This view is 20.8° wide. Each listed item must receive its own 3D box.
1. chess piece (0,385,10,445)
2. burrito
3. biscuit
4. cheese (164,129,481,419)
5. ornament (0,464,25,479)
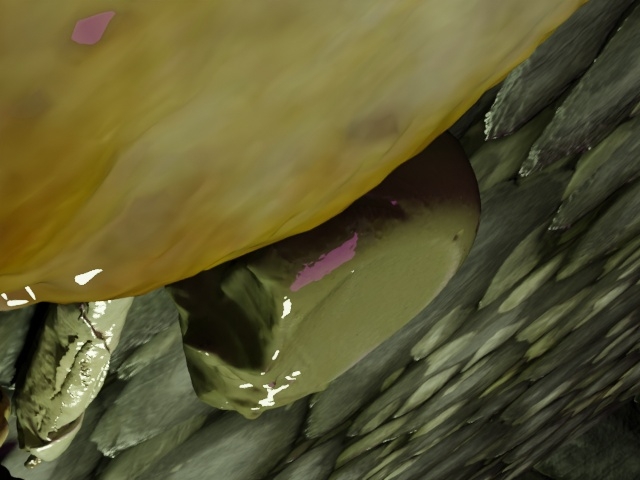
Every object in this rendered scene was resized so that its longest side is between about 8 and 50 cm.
[{"bbox_3d":[-0.188,0.114,0.857,0.060,0.060,0.172,-26,158,-34],"label":"chess piece"},{"bbox_3d":[-0.117,0.051,0.839,0.041,0.045,0.185,-20,157,-33],"label":"burrito"},{"bbox_3d":[0.021,-0.145,0.501,0.446,0.104,0.429,-46,161,18],"label":"biscuit"},{"bbox_3d":[0.000,0.000,0.873,0.175,0.091,0.202,-34,162,-12],"label":"cheese"},{"bbox_3d":[-0.226,0.217,0.999,0.203,0.081,0.088,-44,163,19],"label":"ornament"}]
